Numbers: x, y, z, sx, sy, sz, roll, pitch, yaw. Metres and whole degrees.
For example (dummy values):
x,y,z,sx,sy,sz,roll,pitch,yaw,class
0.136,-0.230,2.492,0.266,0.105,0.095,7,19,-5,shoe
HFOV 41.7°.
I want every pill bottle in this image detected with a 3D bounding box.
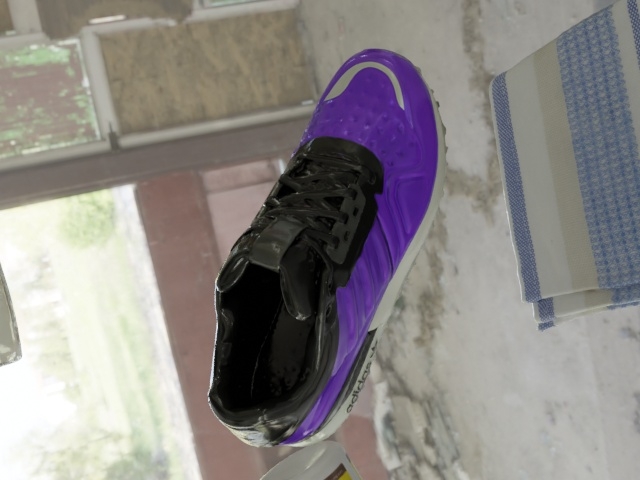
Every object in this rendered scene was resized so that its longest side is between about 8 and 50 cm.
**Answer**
x,y,z,sx,sy,sz,roll,pitch,yaw,class
0.023,0.337,0.916,0.215,0.117,0.117,60,161,-2,pill bottle

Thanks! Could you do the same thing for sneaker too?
x,y,z,sx,sy,sz,roll,pitch,yaw,class
0.001,0.001,0.558,0.146,0.102,0.293,23,-98,-66,sneaker

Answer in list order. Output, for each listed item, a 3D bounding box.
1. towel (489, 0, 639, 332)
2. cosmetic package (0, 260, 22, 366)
x,y,z,sx,sy,sz,roll,pitch,yaw,class
0.225,-0.064,0.549,0.285,0.034,0.209,-26,68,56,towel
-0.285,-0.064,0.507,0.153,0.129,0.296,104,145,-51,cosmetic package
